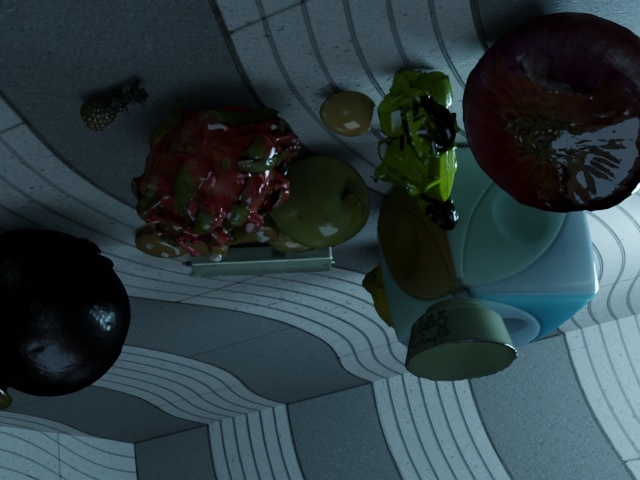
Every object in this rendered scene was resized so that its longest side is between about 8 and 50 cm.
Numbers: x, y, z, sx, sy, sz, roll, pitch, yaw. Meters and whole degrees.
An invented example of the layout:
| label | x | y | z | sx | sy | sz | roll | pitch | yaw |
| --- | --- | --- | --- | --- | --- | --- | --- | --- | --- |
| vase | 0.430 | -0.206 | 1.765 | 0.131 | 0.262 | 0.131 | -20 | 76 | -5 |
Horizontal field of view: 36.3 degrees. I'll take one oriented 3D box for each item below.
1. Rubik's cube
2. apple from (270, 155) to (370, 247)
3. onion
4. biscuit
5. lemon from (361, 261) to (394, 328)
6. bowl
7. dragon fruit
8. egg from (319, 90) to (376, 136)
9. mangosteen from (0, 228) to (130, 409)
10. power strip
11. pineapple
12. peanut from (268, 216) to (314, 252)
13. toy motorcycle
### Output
| label | x | y | z | sx | sy | sz | roll | pitch | yaw |
| --- | --- | --- | --- | --- | --- | --- | --- | --- | --- |
| Rubik's cube | 0.342 | 0.024 | 2.074 | 0.352 | 0.347 | 0.352 | 2 | 154 | -21 |
| apple | -0.002 | -0.077 | 1.919 | 0.200 | 0.200 | 0.200 | -8 | 159 | -3 |
| onion | 0.416 | -0.223 | 1.624 | 0.348 | 0.285 | 0.347 | 14 | 129 | 18 |
| biscuit | -0.259 | -0.009 | 2.114 | 0.340 | 0.047 | 0.216 | -12 | 148 | 25 |
| lemon | 0.261 | 0.124 | 2.467 | 0.320 | 0.245 | 0.245 | 7 | 156 | -14 |
| bowl | 0.259 | 0.181 | 1.851 | 0.212 | 0.112 | 0.211 | -4 | 153 | -2 |
| dragon fruit | -0.177 | -0.114 | 1.681 | 0.303 | 0.237 | 0.231 | -30 | 168 | 0 |
| egg | 0.046 | -0.222 | 1.701 | 0.097 | 0.080 | 0.080 | 13 | 155 | -7 |
| mangosteen | -0.603 | 0.183 | 2.023 | 0.382 | 0.435 | 0.382 | 33 | 160 | 14 |
| power strip | -0.149 | 0.049 | 2.348 | 0.368 | 0.043 | 0.106 | -3 | 160 | -5 |
| pineapple | -0.331 | -0.225 | 1.586 | 0.124 | 0.058 | 0.058 | -26 | 154 | 20 |
| peanut | -0.017 | -0.029 | 2.157 | 0.230 | 0.103 | 0.098 | -15 | -160 | 15 |
| toy motorcycle | 0.179 | -0.169 | 1.770 | 0.142 | 0.206 | 0.342 | -41 | 150 | -19 |
